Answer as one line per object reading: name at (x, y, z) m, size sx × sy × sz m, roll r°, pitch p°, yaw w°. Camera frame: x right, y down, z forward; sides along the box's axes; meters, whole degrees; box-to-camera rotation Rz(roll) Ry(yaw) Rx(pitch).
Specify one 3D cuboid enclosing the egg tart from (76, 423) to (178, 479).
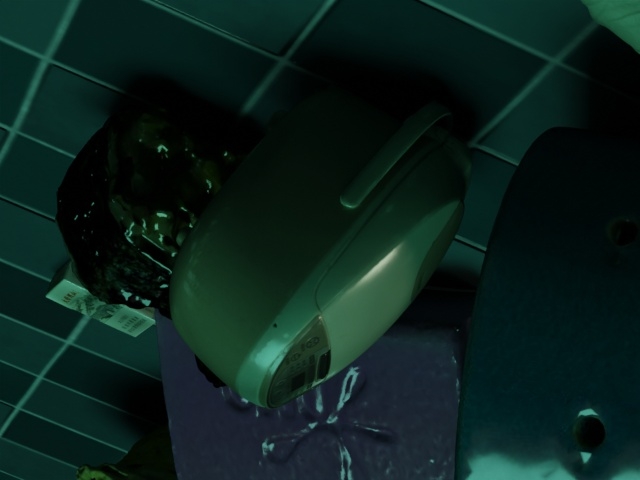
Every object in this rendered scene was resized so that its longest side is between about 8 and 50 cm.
egg tart at (-0.076, 0.245, 1.776) m, size 0.315 × 0.120 × 0.315 m, roll 19°, pitch 164°, yaw 6°

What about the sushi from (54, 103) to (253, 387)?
sushi at (-0.068, 0.006, 1.249) m, size 0.212 × 0.147 × 0.115 m, roll 32°, pitch 153°, yaw -19°

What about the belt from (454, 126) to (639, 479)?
belt at (0.187, 0.116, 1.108) m, size 0.173 × 0.300 × 0.436 m, roll 8°, pitch 154°, yaw 22°

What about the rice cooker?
rice cooker at (0.000, 0.000, 1.131) m, size 0.127 × 0.206 × 0.145 m, roll 32°, pitch 158°, yaw 10°

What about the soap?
soap at (0.008, 0.123, 1.413) m, size 0.259 × 0.081 × 0.181 m, roll 5°, pitch 110°, yaw 29°

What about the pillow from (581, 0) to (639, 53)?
pillow at (0.171, -0.159, 0.747) m, size 0.283 × 0.138 × 0.310 m, roll 7°, pitch 153°, yaw 43°

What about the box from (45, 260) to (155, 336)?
box at (-0.174, 0.046, 1.555) m, size 0.083 × 0.024 × 0.054 m, roll 26°, pitch 156°, yaw -16°
